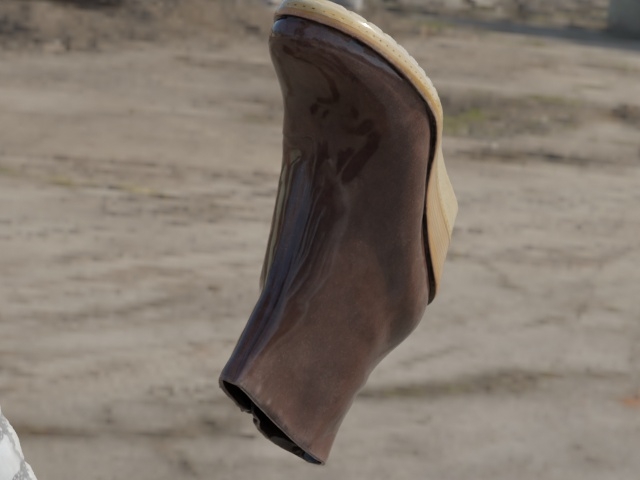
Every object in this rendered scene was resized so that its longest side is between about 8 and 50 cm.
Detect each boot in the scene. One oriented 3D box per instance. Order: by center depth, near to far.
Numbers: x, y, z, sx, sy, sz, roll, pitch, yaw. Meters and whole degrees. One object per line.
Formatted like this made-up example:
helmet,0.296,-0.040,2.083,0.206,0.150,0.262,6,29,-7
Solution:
boot,0.000,0.000,1.001,0.090,0.207,0.248,14,-27,34

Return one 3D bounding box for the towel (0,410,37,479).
towel,-0.232,0.103,0.529,0.284,0.235,0.121,-9,31,19
